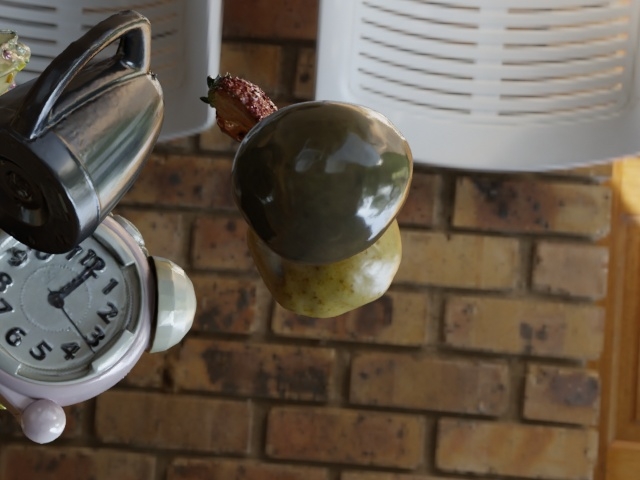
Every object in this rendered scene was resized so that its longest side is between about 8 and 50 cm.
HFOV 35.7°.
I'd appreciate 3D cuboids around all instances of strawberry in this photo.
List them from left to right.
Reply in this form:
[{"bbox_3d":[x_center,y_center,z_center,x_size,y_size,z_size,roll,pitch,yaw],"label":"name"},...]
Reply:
[{"bbox_3d":[-0.134,-0.241,1.802,0.085,0.140,0.192,-40,-150,-26],"label":"strawberry"}]

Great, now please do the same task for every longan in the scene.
[{"bbox_3d":[0.005,-0.083,1.342,0.246,0.246,0.215,4,148,-3],"label":"longan"}]

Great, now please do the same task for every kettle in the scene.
[{"bbox_3d":[-0.316,-0.157,1.290,0.207,0.250,0.271,9,-139,33],"label":"kettle"}]

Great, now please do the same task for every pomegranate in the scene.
[{"bbox_3d":[0.000,0.000,2.079,0.343,0.342,0.342,4,177,0],"label":"pomegranate"}]

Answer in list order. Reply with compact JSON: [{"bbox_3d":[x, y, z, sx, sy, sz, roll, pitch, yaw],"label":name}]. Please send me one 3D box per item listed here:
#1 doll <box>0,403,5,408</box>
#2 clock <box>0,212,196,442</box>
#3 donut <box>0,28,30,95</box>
[{"bbox_3d":[-0.503,0.246,1.656,0.162,0.062,0.106,-10,126,33],"label":"doll"},{"bbox_3d":[-0.383,0.085,1.441,0.342,0.326,0.184,48,162,-12],"label":"clock"},{"bbox_3d":[-0.718,-0.347,1.729,0.371,0.150,0.307,37,-143,20],"label":"donut"}]
